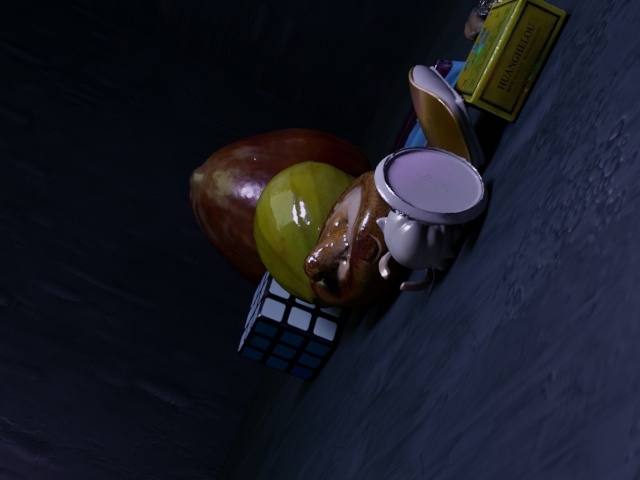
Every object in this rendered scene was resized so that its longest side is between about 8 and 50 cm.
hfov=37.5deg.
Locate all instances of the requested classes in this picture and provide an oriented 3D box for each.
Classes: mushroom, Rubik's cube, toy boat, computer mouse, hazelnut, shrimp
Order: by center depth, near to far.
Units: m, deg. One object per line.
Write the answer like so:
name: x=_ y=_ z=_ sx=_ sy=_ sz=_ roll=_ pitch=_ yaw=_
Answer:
computer mouse: x=0.157 y=-0.158 z=1.229 sx=0.056 sy=0.126 sz=0.245 roll=-22 pitch=22 yaw=6
mushroom: x=0.073 y=0.004 z=1.396 sx=0.194 sy=0.138 sz=0.231 roll=-59 pitch=10 yaw=-25
shrimp: x=0.309 y=-0.437 z=1.607 sx=0.198 sy=0.051 sz=0.262 roll=-64 pitch=0 yaw=9
toy boat: x=0.173 y=-0.170 z=1.626 sx=0.392 sy=0.079 sz=0.136 roll=115 pitch=177 yaw=-49
Rubik's cube: x=-0.049 y=0.147 z=1.801 sx=0.160 sy=0.162 sz=0.163 roll=119 pitch=168 yaw=-52
hazelnut: x=-0.079 y=-0.064 z=1.973 sx=0.421 sy=0.421 sz=0.352 roll=-88 pitch=7 yaw=-82

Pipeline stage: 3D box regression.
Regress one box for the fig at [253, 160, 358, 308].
fig: x=0.000 y=0.000 z=1.608 sx=0.271 sy=0.239 sz=0.239 roll=-91 pitch=22 yaw=-48

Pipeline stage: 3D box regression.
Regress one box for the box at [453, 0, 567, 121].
box: x=0.228 y=-0.228 z=1.179 sx=0.220 sy=0.064 sz=0.141 roll=-93 pitch=27 yaw=-79

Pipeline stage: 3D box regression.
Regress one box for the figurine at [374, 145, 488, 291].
figurine: x=0.111 y=-0.012 z=1.080 sx=0.132 sy=0.132 sz=0.153 roll=-68 pitch=-8 yaw=-47
